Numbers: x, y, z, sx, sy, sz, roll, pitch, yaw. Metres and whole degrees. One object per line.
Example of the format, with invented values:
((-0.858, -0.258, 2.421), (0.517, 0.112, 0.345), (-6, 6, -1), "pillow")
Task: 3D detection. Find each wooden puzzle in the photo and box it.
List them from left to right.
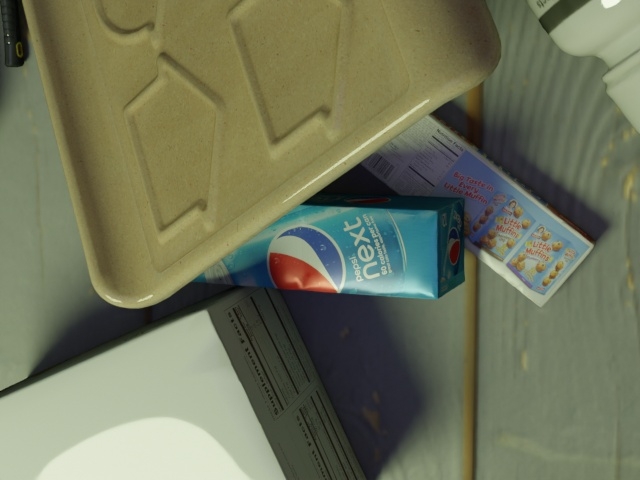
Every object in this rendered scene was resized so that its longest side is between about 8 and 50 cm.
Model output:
((-0.057, -0.160, 0.768), (0.348, 0.081, 0.322), (-31, 67, 33), "wooden puzzle")

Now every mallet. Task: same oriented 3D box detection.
((-0.261, -0.235, 0.884), (0.039, 0.062, 0.189), (4, 101, 16), "mallet")

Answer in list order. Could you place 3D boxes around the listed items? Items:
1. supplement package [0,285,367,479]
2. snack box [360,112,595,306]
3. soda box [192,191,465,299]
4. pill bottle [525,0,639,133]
((-0.131, 0.175, 0.879), (0.262, 0.145, 0.204), (-24, 93, 18), "supplement package")
((0.119, -0.029, 0.835), (0.178, 0.022, 0.064), (39, 108, 6), "snack box")
((0.000, 0.000, 0.835), (0.210, 0.071, 0.067), (2, 101, 23), "soda box")
((0.186, -0.224, 0.709), (0.161, 0.161, 0.283), (-35, 90, 18), "pill bottle")
